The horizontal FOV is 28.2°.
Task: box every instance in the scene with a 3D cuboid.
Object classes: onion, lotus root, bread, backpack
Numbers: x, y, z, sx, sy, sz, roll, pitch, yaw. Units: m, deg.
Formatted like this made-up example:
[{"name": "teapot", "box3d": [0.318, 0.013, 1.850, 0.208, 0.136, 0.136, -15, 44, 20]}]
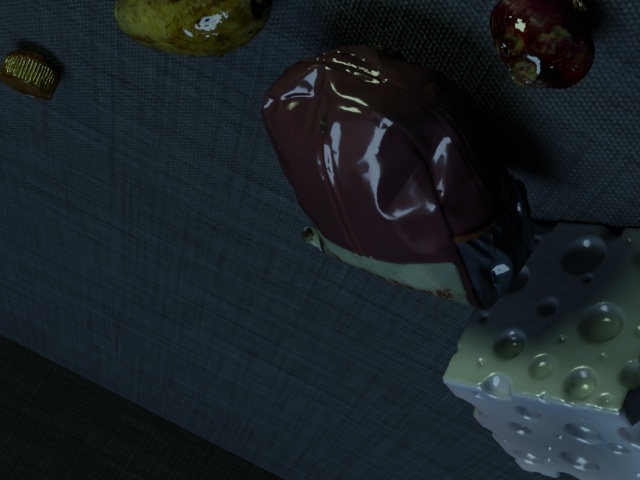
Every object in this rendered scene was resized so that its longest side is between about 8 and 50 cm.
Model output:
[{"name": "onion", "box3d": [0.205, -0.187, 1.168, 0.107, 0.097, 0.107, 40, -166, -12]}, {"name": "lotus root", "box3d": [-0.148, -0.251, 1.418, 0.110, 0.097, 0.258, 38, 159, -32]}, {"name": "bread", "box3d": [-0.407, -0.236, 1.795, 0.085, 0.053, 0.085, 20, 168, 4]}, {"name": "backpack", "box3d": [0.075, -0.089, 1.388, 0.283, 0.197, 0.317, 13, 148, 34]}]

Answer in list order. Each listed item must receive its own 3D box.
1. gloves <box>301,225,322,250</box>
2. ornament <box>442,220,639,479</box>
[{"name": "gloves", "box3d": [0.002, -0.001, 1.858, 0.081, 0.037, 0.044, 28, -160, -46]}, {"name": "ornament", "box3d": [0.336, 0.142, 1.532, 0.240, 0.239, 0.240, 5, 149, 41]}]
